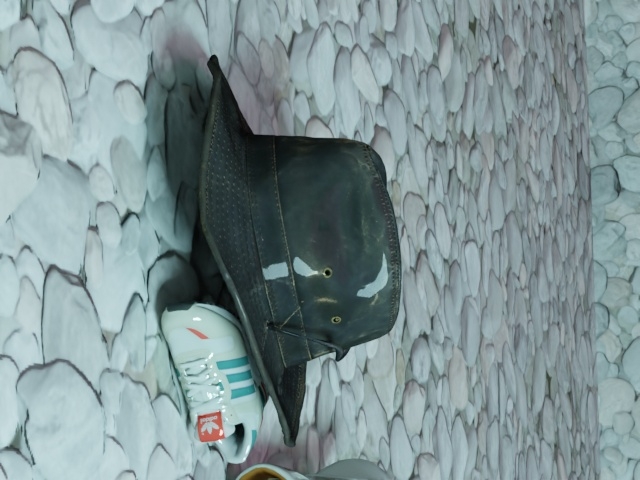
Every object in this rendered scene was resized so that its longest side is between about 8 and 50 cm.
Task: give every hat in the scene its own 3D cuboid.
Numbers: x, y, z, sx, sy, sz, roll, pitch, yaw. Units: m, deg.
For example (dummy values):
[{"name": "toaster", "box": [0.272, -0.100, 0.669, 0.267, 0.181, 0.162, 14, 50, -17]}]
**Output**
[{"name": "hat", "box": [0.000, 0.000, 1.178, 0.331, 0.134, 0.331, -10, 90, -83]}]

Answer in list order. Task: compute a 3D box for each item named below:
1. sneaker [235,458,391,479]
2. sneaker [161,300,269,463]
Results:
[{"name": "sneaker", "box": [-0.008, 0.232, 1.235, 0.290, 0.106, 0.123, -37, 123, -64]}, {"name": "sneaker", "box": [-0.083, 0.115, 1.133, 0.161, 0.057, 0.075, 66, 23, -47]}]
